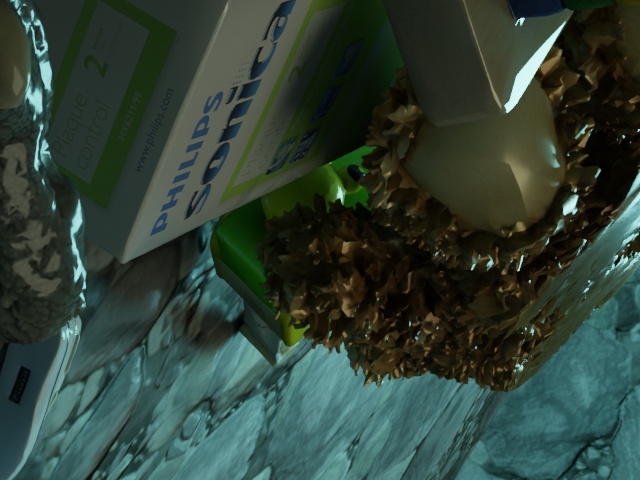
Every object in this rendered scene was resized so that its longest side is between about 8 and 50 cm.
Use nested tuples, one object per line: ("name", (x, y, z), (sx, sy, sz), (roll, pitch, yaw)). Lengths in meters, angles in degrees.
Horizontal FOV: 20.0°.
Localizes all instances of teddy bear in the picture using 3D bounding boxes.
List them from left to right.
("teddy bear", (0.080, -0.034, 0.760), (0.245, 0.113, 0.338), (-45, 166, 4))

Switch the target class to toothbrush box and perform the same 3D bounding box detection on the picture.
("toothbrush box", (-0.012, -0.137, 0.684), (0.283, 0.122, 0.206), (-27, 146, -60))

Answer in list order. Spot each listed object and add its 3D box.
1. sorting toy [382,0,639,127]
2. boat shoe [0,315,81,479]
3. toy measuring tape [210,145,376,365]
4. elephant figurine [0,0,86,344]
("sorting toy", (0.073, -0.207, 0.533), (0.257, 0.089, 0.255), (-54, 130, -51))
("boat shoe", (-0.142, 0.076, 0.875), (0.100, 0.035, 0.035), (-67, 161, 11))
("toy measuring tape", (0.000, 0.000, 1.035), (0.121, 0.121, 0.330), (-54, 173, -11))
("elephant figurine", (-0.117, -0.086, 0.353), (0.169, 0.186, 0.239), (-84, -168, -73))
